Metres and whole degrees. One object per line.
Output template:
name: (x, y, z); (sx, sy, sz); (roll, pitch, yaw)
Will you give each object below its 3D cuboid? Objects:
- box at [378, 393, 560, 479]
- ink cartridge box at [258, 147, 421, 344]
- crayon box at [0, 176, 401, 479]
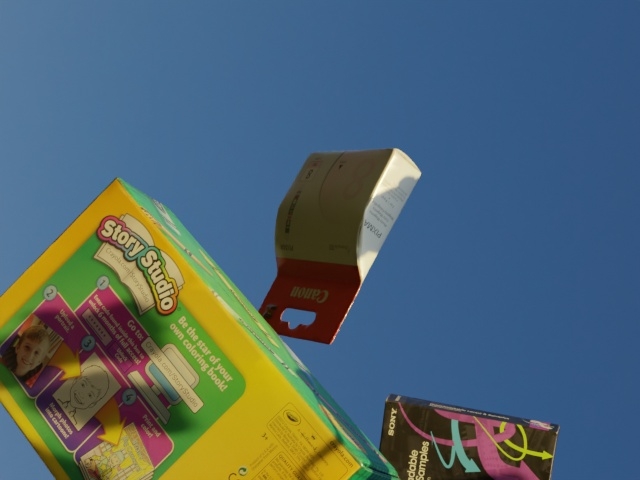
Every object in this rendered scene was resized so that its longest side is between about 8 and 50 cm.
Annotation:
box: (0.132, 0.214, 1.199); (0.162, 0.029, 0.116); (9, -81, 15)
ink cartridge box: (0.000, 0.000, 1.528); (0.189, 0.066, 0.232); (4, -123, 57)
crayon box: (-0.101, 0.111, 0.870); (0.165, 0.081, 0.278); (-45, -116, 4)
